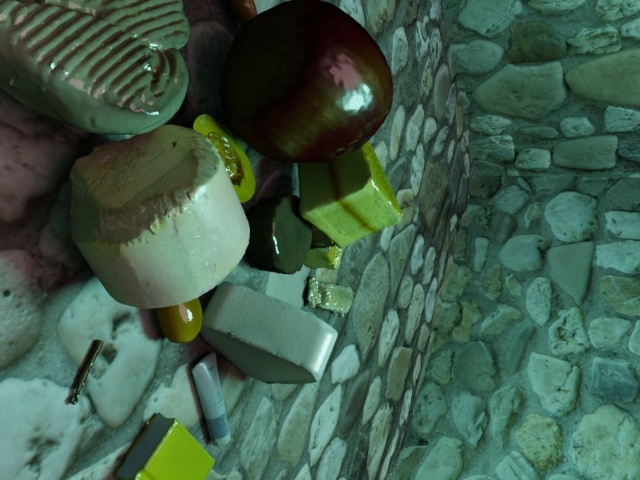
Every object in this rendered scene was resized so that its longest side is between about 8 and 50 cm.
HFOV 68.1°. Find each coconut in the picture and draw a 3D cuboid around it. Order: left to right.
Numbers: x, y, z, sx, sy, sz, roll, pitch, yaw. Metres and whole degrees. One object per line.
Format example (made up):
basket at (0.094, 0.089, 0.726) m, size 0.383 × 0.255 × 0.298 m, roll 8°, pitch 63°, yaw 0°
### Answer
coconut at (-0.290, -0.028, 0.885) m, size 0.309 × 0.298 × 0.297 m, roll 84°, pitch 29°, yaw -47°

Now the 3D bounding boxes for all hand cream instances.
hand cream at (-0.276, 0.412, 1.219) m, size 0.079 × 0.048 × 0.254 m, roll -38°, pitch 124°, yaw -58°

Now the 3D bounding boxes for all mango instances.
mango at (-0.319, 0.142, 1.064) m, size 0.102 × 0.085 × 0.183 m, roll -21°, pitch 106°, yaw -58°

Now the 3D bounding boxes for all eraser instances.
eraser at (-0.350, 0.521, 1.087) m, size 0.158 × 0.069 × 0.225 m, roll -56°, pitch 139°, yaw -37°
eraser at (-0.144, 0.270, 1.262) m, size 0.149 × 0.332 × 0.331 m, roll -66°, pitch 145°, yaw -32°

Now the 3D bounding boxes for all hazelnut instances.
hazelnut at (-0.034, -0.353, 1.134) m, size 0.420 × 0.422 × 0.352 m, roll 64°, pitch 27°, yaw -42°

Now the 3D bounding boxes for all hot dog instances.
hot dog at (-0.215, -0.630, 1.123) m, size 0.102 × 0.076 × 0.249 m, roll -107°, pitch 180°, yaw -54°

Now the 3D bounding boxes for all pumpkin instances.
pumpkin at (-0.252, -0.174, 1.093) m, size 0.217 × 0.110 × 0.217 m, roll 40°, pitch 41°, yaw -47°

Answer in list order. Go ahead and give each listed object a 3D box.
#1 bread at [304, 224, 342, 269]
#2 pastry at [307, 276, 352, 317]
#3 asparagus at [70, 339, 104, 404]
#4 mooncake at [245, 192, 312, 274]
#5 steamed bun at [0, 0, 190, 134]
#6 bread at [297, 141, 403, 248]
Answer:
bread at (0.000, 0.000, 1.525) m, size 0.160 × 0.140 × 0.169 m, roll 36°, pitch 61°, yaw -67°
pastry at (0.038, 0.197, 1.683) m, size 0.258 × 0.089 × 0.121 m, roll 33°, pitch 54°, yaw -60°
asparagus at (-0.454, 0.254, 0.919) m, size 0.018 × 0.015 × 0.126 m, roll 44°, pitch 58°, yaw -51°
mooncake at (-0.120, -0.018, 1.341) m, size 0.228 × 0.125 × 0.227 m, roll 2°, pitch 88°, yaw -60°
steamed bun at (-0.386, -0.307, 0.760) m, size 0.325 × 0.220 × 0.309 m, roll 17°, pitch 64°, yaw -34°
bread at (0.069, -0.210, 1.411) m, size 0.245 × 0.234 × 0.361 m, roll 37°, pitch 36°, yaw -48°
